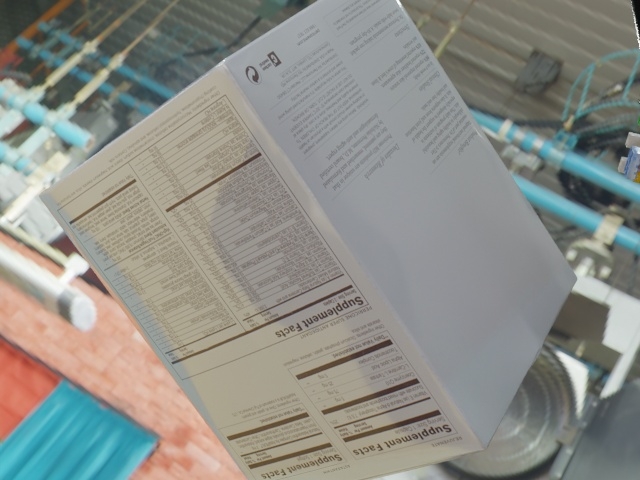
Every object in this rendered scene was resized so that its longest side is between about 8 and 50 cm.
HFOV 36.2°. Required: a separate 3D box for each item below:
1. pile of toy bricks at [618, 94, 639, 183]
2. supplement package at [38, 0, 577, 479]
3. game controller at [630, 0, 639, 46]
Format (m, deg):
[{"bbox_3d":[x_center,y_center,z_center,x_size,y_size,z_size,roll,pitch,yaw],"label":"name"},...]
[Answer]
[{"bbox_3d":[0.414,-0.148,1.087,0.105,0.118,0.212,14,-68,7],"label":"pile of toy bricks"},{"bbox_3d":[0.000,0.000,0.660,0.198,0.199,0.263,-26,-77,40],"label":"supplement package"},{"bbox_3d":[0.204,-0.138,0.467,0.067,0.166,0.319,27,-23,42],"label":"game controller"}]
